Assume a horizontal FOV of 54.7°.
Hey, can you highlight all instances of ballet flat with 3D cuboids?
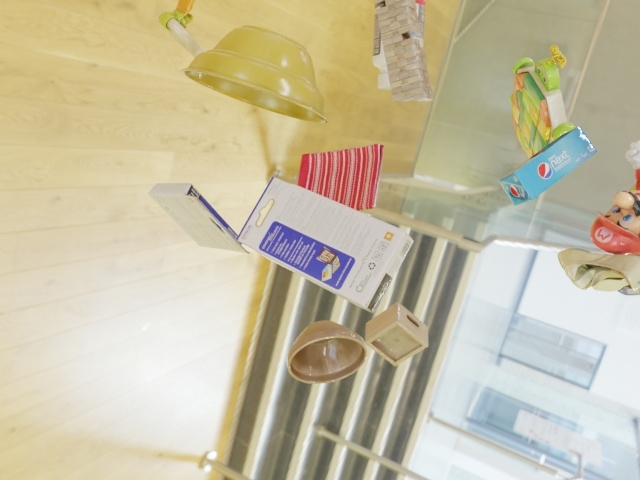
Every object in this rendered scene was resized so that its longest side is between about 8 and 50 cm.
[{"bbox_3d":[0.553,0.064,1.245,0.086,0.086,0.248,-68,-163,-8],"label":"ballet flat"}]

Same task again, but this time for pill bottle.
[{"bbox_3d":[0.269,-0.688,2.141,0.176,0.176,0.318,-16,110,-64],"label":"pill bottle"}]

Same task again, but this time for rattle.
[{"bbox_3d":[-0.303,-0.524,1.572,0.200,0.130,0.142,43,73,-26],"label":"rattle"}]

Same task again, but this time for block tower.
[{"bbox_3d":[0.228,-0.545,1.712,0.091,0.097,0.335,-19,98,-61],"label":"block tower"}]

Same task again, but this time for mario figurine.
[{"bbox_3d":[0.659,-0.104,1.206,0.320,0.170,0.198,-45,176,8],"label":"mario figurine"}]

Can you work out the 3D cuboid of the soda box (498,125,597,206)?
[{"bbox_3d":[0.493,-0.162,1.340,0.210,0.071,0.067,-34,-179,-19],"label":"soda box"}]

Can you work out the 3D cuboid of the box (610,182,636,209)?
[{"bbox_3d":[0.742,-0.096,1.362,0.179,0.105,0.043,-44,162,3],"label":"box"}]

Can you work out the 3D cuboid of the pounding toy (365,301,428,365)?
[{"bbox_3d":[0.193,0.237,1.541,0.130,0.141,0.100,-39,-158,29],"label":"pounding toy"}]

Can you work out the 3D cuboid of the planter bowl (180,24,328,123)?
[{"bbox_3d":[-0.079,-0.244,0.877,0.217,0.217,0.090,6,103,-68],"label":"planter bowl"}]

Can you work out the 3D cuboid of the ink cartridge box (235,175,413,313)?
[{"bbox_3d":[0.000,0.000,1.336,0.175,0.371,0.069,-61,150,-7],"label":"ink cartridge box"}]

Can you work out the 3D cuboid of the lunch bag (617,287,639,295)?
[{"bbox_3d":[0.693,0.086,1.346,0.071,0.083,0.053,-24,94,-38],"label":"lunch bag"}]

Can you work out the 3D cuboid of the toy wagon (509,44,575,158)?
[{"bbox_3d":[0.567,-0.351,1.597,0.344,0.068,0.267,69,4,-57],"label":"toy wagon"}]

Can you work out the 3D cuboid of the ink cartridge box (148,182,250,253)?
[{"bbox_3d":[-0.298,-0.058,1.568,0.045,0.224,0.223,-57,130,-23],"label":"ink cartridge box"}]

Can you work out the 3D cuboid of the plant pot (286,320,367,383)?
[{"bbox_3d":[0.012,0.313,1.830,0.237,0.237,0.109,85,-7,-47],"label":"plant pot"}]

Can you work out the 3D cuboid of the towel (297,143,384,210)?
[{"bbox_3d":[0.046,-0.174,1.762,0.031,0.275,0.198,29,65,-50],"label":"towel"}]
